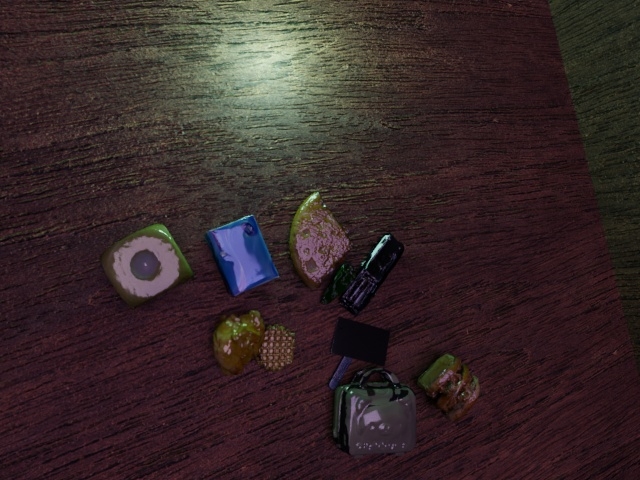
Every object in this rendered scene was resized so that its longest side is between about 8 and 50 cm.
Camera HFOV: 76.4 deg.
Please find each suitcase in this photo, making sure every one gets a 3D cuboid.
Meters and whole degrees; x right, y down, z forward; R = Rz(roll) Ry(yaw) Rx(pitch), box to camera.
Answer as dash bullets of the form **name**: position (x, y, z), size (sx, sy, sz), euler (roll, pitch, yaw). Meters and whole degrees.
- **suitcase**: position (0.226, 0.699, 1.676), size (0.351, 0.194, 0.339), euler (6, 81, -18)

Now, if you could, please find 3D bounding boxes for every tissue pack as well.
- **tissue pack**: position (-0.308, 0.059, 1.582), size (0.198, 0.146, 0.263), euler (-23, 92, -20)

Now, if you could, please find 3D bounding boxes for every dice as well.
- **dice**: position (-0.606, 0.091, 1.435), size (0.238, 0.233, 0.227), euler (-32, 94, -19)

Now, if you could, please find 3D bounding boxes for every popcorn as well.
- **popcorn**: position (-0.313, 0.380, 1.527), size (0.191, 0.190, 0.254), euler (8, 85, 5)

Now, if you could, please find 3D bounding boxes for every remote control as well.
- **remote control**: position (0.080, 0.560, 1.729), size (0.043, 0.027, 0.152), euler (37, 73, -6)
- **remote control**: position (0.232, 0.142, 1.798), size (0.144, 0.062, 0.399), euler (40, 75, -11)

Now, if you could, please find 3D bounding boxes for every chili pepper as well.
- **chili pepper**: position (0.069, 0.182, 1.710), size (0.108, 0.062, 0.216), euler (27, 100, -50)

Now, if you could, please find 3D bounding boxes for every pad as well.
- **pad**: position (0.178, 0.442, 1.776), size (0.265, 0.009, 0.159), euler (19, 73, -17)

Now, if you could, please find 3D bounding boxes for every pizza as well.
- **pizza**: position (0.000, 0.000, 1.707), size (0.277, 0.114, 0.409), euler (-3, 87, -19)

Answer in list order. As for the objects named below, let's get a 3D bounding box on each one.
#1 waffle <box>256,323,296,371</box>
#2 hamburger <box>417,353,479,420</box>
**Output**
- **waffle**: position (-0.184, 0.435, 1.645), size (0.191, 0.038, 0.191), euler (2, 84, -19)
- **hamburger**: position (0.558, 0.635, 1.784), size (0.211, 0.260, 0.245), euler (41, 29, 5)
